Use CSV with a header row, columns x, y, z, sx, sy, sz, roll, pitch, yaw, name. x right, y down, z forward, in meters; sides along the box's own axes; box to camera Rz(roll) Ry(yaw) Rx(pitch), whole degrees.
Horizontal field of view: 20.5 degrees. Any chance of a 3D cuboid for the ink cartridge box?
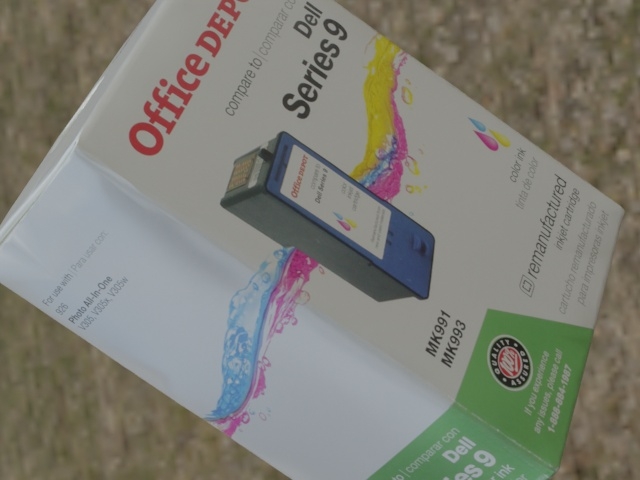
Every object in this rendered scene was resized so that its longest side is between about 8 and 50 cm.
x,y,z,sx,sy,sz,roll,pitch,yaw,name
0.000,0.000,0.691,0.093,0.212,0.154,-48,12,43,ink cartridge box
